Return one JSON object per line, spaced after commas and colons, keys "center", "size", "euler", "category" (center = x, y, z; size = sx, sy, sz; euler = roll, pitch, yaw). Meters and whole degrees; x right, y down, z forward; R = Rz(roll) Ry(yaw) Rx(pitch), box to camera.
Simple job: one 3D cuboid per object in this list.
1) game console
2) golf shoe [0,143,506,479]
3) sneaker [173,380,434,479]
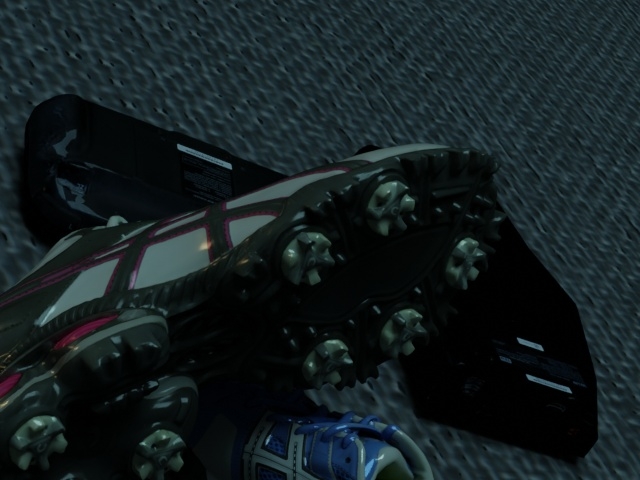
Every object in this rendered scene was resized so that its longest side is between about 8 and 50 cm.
{"center": [0.000, 0.000, 0.951], "size": [0.361, 0.044, 0.213], "euler": [20, 29, -26], "category": "game console"}
{"center": [-0.047, 0.015, 0.711], "size": [0.273, 0.105, 0.120], "euler": [-26, 41, -24], "category": "golf shoe"}
{"center": [0.000, 0.100, 0.747], "size": [0.211, 0.081, 0.080], "euler": [43, 30, 19], "category": "sneaker"}
